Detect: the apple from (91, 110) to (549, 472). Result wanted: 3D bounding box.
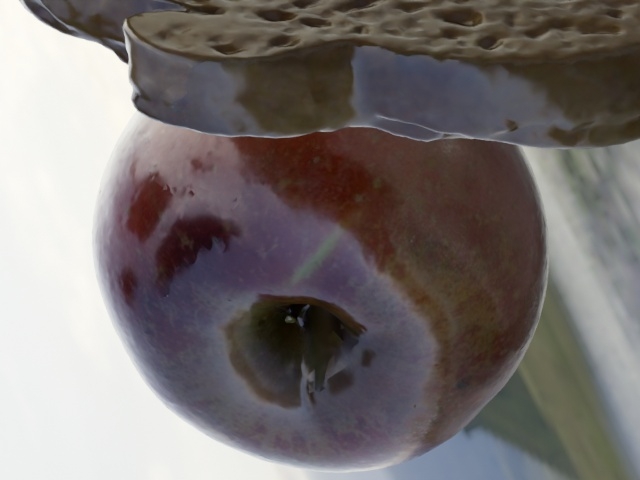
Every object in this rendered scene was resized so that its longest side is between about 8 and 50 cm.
[{"bbox_3d":[0.000,0.000,1.462,0.348,0.348,0.277,61,-153,-24],"label":"apple"}]

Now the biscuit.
[{"bbox_3d":[0.027,-0.131,0.967,0.394,0.350,0.070,21,129,28],"label":"biscuit"}]
